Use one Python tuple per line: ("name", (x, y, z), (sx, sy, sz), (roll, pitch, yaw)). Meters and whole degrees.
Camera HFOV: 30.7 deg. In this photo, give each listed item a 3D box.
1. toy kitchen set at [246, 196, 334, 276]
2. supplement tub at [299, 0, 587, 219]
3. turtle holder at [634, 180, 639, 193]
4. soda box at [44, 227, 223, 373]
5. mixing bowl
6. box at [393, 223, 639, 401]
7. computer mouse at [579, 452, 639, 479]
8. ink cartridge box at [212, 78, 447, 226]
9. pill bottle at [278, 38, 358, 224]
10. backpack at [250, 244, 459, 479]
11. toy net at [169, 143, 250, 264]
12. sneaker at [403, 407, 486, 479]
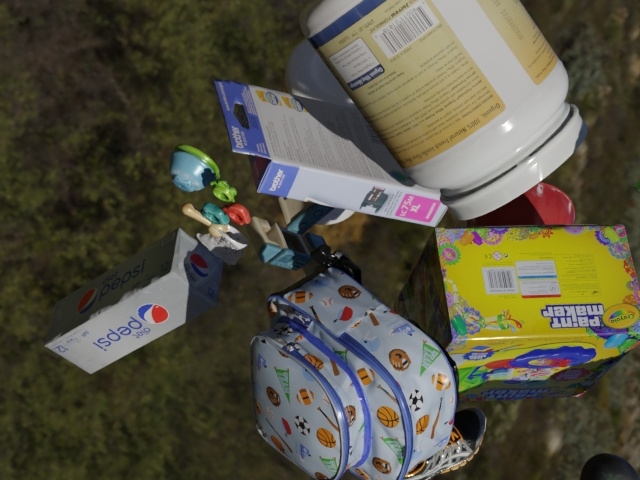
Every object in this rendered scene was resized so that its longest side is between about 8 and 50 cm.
("toy kitchen set", (0.000, 0.000, 1.992), (0.166, 0.122, 0.207), (-38, 151, 23))
("supplement tub", (0.149, -0.205, 1.382), (0.228, 0.316, 0.228), (-35, -170, 7))
("turtle holder", (0.501, 0.006, 1.288), (0.243, 0.227, 0.320), (-17, 174, 6))
("soda box", (-0.281, 0.095, 1.750), (0.286, 0.098, 0.091), (-30, -141, 31))
("mixing bowl", (0.338, -0.001, 1.934), (0.098, 0.181, 0.181), (-91, -154, -45))
("box", (0.286, 0.115, 1.744), (0.279, 0.290, 0.177), (109, -23, -62))
("computer mouse", (0.630, 0.550, 2.338), (0.188, 0.272, 0.072), (-34, 174, -4))
("ink cartridge box", (0.006, -0.118, 1.556), (0.065, 0.311, 0.185), (-62, -152, 31))
("pill bottle", (0.022, -0.214, 2.356), (0.392, 0.224, 0.224), (103, 13, -56))
("backpack", (0.044, 0.189, 1.517), (0.213, 0.263, 0.276), (-40, 140, -35))
("toy net", (-0.131, -0.038, 1.581), (0.045, 0.122, 0.232), (-62, 155, -24))
("sneaker", (0.196, 0.358, 2.000), (0.215, 0.084, 0.083), (-37, 147, -11))
